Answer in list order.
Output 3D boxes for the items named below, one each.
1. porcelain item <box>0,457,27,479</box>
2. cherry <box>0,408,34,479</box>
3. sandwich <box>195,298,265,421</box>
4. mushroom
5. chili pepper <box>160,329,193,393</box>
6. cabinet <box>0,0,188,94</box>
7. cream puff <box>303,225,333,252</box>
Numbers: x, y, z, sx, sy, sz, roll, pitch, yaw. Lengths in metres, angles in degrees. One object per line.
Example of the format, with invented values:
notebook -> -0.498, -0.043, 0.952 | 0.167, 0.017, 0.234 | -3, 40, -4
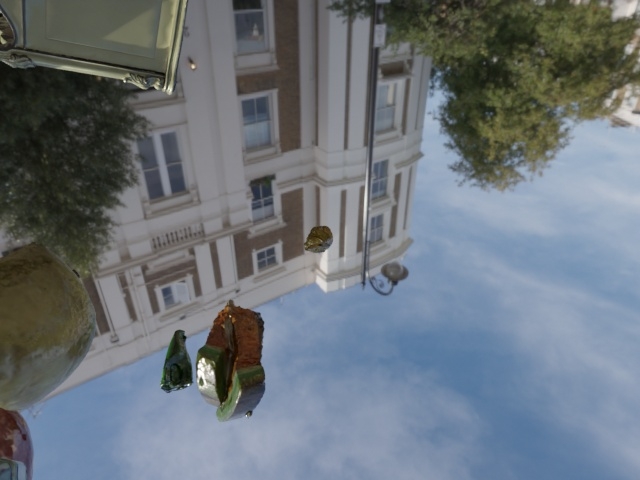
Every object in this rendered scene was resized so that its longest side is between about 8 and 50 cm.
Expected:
porcelain item -> -0.487, 0.377, 0.488 | 0.281, 0.157, 0.286 | 17, -118, -11
cherry -> -0.813, 0.521, 0.990 | 0.326, 0.335, 0.291 | 0, -176, 1
sandwich -> -0.238, 0.298, 1.172 | 0.162, 0.250, 0.301 | 9, -123, -23
mushroom -> -0.550, 0.124, 0.816 | 0.217, 0.212, 0.292 | -39, -98, -18
chili pepper -> -0.486, 0.415, 1.548 | 0.108, 0.216, 0.062 | 9, 175, -34
cabinet -> -0.444, -0.455, 0.846 | 0.318, 0.227, 0.290 | -2, -138, -32
cream puff -> 0.000, 0.000, 1.088 | 0.058, 0.083, 0.083 | 21, -118, 14
